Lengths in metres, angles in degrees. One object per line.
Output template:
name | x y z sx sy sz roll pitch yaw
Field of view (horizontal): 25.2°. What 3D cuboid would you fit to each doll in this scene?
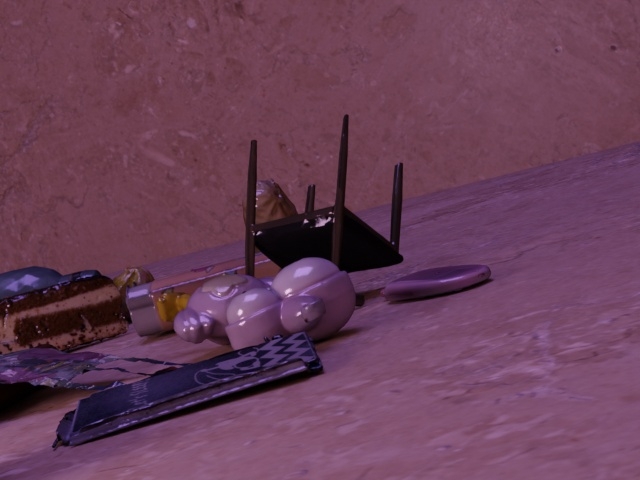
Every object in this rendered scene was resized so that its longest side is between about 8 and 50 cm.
doll | -0.076 0.082 1.696 0.160 0.094 0.365 -21 5 -25

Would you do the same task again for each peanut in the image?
peanut | -0.075 -0.003 2.253 0.100 0.214 0.099 0 42 0

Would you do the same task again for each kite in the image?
kite | -0.293 0.153 1.704 0.360 0.022 0.204 -1 6 32

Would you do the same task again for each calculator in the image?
calculator | 0.138 0.052 1.777 0.103 0.024 0.166 -20 7 -43
calculator | -0.135 0.151 1.454 0.274 0.028 0.166 -17 7 -2

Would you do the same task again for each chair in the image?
chair | 0.000 0.000 1.933 0.188 0.272 0.166 -12 -31 32

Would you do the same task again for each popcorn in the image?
popcorn | -0.320 0.092 2.474 0.089 0.109 0.097 17 53 15

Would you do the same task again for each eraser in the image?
eraser | -0.136 0.067 2.134 0.291 0.087 0.171 -15 -1 1

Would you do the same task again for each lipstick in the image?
lipstick | -0.405 0.187 1.753 0.057 0.057 0.357 -14 4 15

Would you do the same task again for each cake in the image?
cake | -0.446 0.131 2.265 0.246 0.112 0.135 -18 2 -31

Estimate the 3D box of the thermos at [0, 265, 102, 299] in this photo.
thermos | -0.502 0.116 2.447 0.287 0.145 0.182 -13 14 4
